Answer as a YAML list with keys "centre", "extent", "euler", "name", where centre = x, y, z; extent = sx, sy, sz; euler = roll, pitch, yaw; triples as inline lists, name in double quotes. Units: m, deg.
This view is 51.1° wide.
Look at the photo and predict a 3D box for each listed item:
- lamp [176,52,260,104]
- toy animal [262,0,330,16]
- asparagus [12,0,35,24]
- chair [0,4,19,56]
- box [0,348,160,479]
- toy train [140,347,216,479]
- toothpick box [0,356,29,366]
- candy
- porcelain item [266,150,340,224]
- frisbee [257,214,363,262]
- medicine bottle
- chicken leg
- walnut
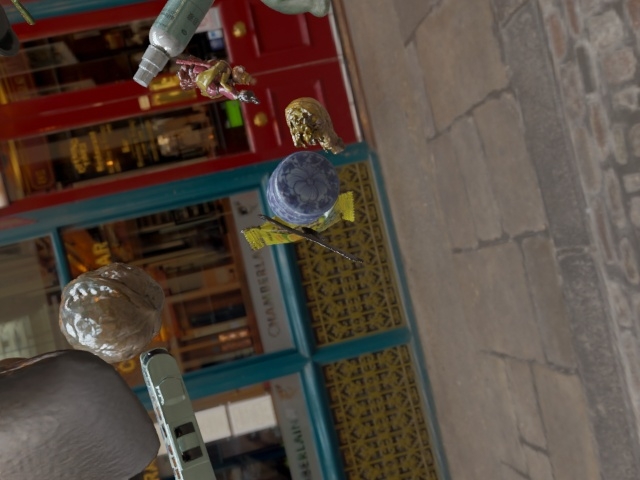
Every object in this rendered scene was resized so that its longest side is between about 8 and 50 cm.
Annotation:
- centre: [-0.284, -0.464, 1.924]
  extent: [0.118, 0.253, 0.118]
  euler: [13, -90, -77]
  name: "lamp"
- centre: [-0.063, -0.376, 0.784]
  extent: [0.127, 0.125, 0.251]
  euler: [108, 146, -49]
  name: "toy animal"
- centre: [-0.696, -0.556, 1.473]
  extent: [0.233, 0.022, 0.023]
  euler: [67, -175, -67]
  name: "asparagus"
- centre: [-0.614, -0.366, 1.112]
  extent: [0.104, 0.221, 0.095]
  euler: [-60, -21, -66]
  name: "chair"
- centre: [-0.262, 0.179, 0.585]
  extent: [0.042, 0.212, 0.201]
  euler: [-124, 17, -44]
  name: "box"
- centre: [-0.183, 0.232, 0.856]
  extent: [0.047, 0.043, 0.207]
  euler: [-49, 60, 54]
  name: "toy train"
- centre: [-0.627, 0.342, 1.379]
  extent: [0.111, 0.111, 0.181]
  euler: [-139, 63, -78]
  name: "toothpick box"
- centre: [-0.052, -0.050, 1.742]
  extent: [0.187, 0.297, 0.081]
  euler: [74, 179, -72]
  name: "candy"
- centre: [-0.037, -0.113, 1.452]
  extent: [0.114, 0.147, 0.147]
  euler: [149, 108, -71]
  name: "porcelain item"
- centre: [0.000, 0.000, 1.224]
  extent: [0.012, 0.187, 0.211]
  euler: [-66, -24, 5]
  name: "frisbee"
- centre: [-0.433, -0.607, 1.951]
  extent: [0.352, 0.110, 0.110]
  euler: [-60, 4, -6]
  name: "medicine bottle"
- centre: [-0.005, -0.249, 1.548]
  extent: [0.207, 0.085, 0.101]
  euler: [37, -133, -52]
  name: "chicken leg"
- centre: [-0.428, 0.148, 1.383]
  extent: [0.224, 0.224, 0.224]
  euler: [167, 90, -83]
  name: "walnut"
